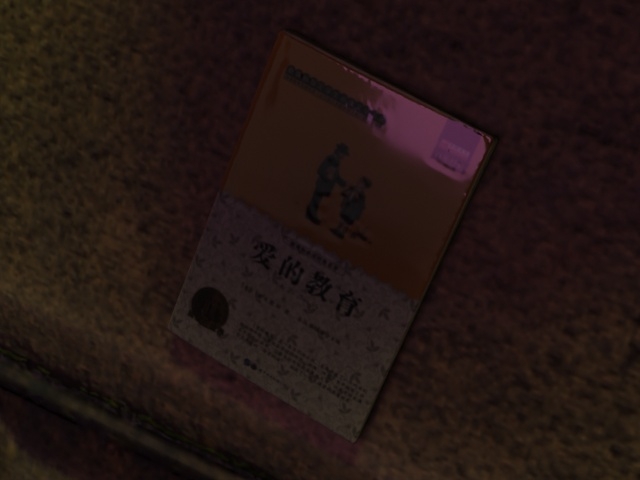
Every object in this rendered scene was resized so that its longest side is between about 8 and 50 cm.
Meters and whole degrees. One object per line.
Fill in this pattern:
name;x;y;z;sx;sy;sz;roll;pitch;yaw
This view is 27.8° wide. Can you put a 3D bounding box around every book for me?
book;0.000;0.000;0.626;0.118;0.012;0.172;29;113;17
